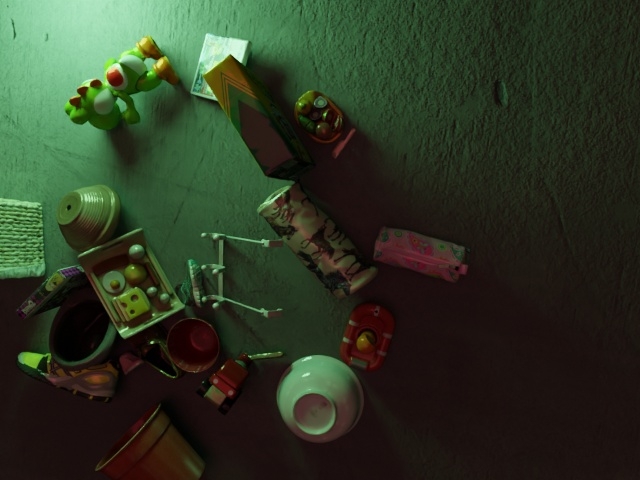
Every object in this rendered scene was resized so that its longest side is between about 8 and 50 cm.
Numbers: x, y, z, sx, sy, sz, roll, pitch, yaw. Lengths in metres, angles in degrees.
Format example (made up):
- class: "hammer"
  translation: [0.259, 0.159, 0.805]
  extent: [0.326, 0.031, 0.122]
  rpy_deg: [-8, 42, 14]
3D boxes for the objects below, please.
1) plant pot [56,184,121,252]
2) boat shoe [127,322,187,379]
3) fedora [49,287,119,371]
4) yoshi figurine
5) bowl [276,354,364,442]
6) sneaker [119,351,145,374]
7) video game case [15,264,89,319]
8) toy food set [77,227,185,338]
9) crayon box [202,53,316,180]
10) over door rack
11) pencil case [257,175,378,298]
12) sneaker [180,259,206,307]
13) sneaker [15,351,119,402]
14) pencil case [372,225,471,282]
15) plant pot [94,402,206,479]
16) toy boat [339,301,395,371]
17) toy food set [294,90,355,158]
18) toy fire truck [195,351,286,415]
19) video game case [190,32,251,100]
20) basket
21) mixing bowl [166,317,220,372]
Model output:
- class: "plant pot"
  translation: [-0.781, -0.087, 1.629]
  extent: [0.237, 0.109, 0.238]
  rpy_deg: [-10, 67, 25]
- class: "boat shoe"
  translation: [-0.572, 0.352, 1.688]
  extent: [0.307, 0.104, 0.111]
  rpy_deg: [34, 99, 5]
- class: "fedora"
  translation: [-0.774, 0.311, 1.678]
  extent: [0.243, 0.124, 0.276]
  rpy_deg: [-2, 64, 8]
- class: "yoshi figurine"
  translation: [-0.648, -0.488, 1.623]
  extent: [0.362, 0.203, 0.203]
  rpy_deg: [-35, 130, -4]
- class: "bowl"
  translation: [-0.011, 0.536, 1.610]
  extent: [0.297, 0.134, 0.298]
  rpy_deg: [1, 96, 8]
- class: "sneaker"
  translation: [-0.656, 0.414, 1.714]
  extent: [0.134, 0.051, 0.070]
  rpy_deg: [-33, 80, 43]
- class: "video game case"
  translation: [-0.853, 0.157, 1.649]
  extent: [0.210, 0.232, 0.042]
  rpy_deg: [-41, 90, 9]
- class: "toy food set"
  translation: [-0.613, 0.139, 1.626]
  extent: [0.219, 0.092, 0.306]
  rpy_deg: [-29, 89, -28]
- class: "crayon box"
  translation: [-0.159, -0.335, 1.441]
  extent: [0.106, 0.363, 0.313]
  rpy_deg: [-31, 90, 9]
- class: "over door rack"
  translation: [-0.266, 0.101, 1.565]
  extent: [0.324, 0.108, 0.240]
  rpy_deg: [6, 97, 37]
- class: "pencil case"
  translation: [0.000, 0.000, 1.543]
  extent: [0.410, 0.183, 0.160]
  rpy_deg: [48, 137, -1]
- class: "sneaker"
  translation: [-0.440, 0.148, 1.676]
  extent: [0.076, 0.065, 0.167]
  rpy_deg: [-8, 92, 13]
- class: "sneaker"
  translation: [-0.877, 0.450, 1.745]
  extent: [0.384, 0.145, 0.147]
  rpy_deg: [15, 67, 9]
- class: "pencil case"
  translation: [0.307, 0.042, 1.530]
  extent: [0.284, 0.124, 0.124]
  rpy_deg: [17, 97, 7]
- class: "plant pot"
  translation: [-0.544, 0.737, 1.651]
  extent: [0.272, 0.272, 0.265]
  rpy_deg: [-42, 96, 9]
- class: "toy boat"
  translation: [0.147, 0.309, 1.559]
  extent: [0.150, 0.151, 0.231]
  rpy_deg: [18, 97, 6]
- class: "toy food set"
  translation: [0.006, -0.376, 1.562]
  extent: [0.218, 0.071, 0.128]
  rpy_deg: [45, 99, 2]
- class: "toy fire truck"
  translation: [-0.249, 0.425, 1.605]
  extent: [0.158, 0.217, 0.246]
  rpy_deg: [37, 84, 4]
- class: "video game case"
  translation: [-0.320, -0.548, 1.587]
  extent: [0.183, 0.023, 0.201]
  rpy_deg: [22, 99, 28]
- class: "basket"
  translation: [-1.146, -0.010, 1.636]
  extent: [0.328, 0.331, 0.267]
  rpy_deg: [3, 89, 8]
- class: "mixing bowl"
  translation: [-0.409, 0.339, 1.667]
  extent: [0.181, 0.098, 0.182]
  rpy_deg: [1, 95, 8]
